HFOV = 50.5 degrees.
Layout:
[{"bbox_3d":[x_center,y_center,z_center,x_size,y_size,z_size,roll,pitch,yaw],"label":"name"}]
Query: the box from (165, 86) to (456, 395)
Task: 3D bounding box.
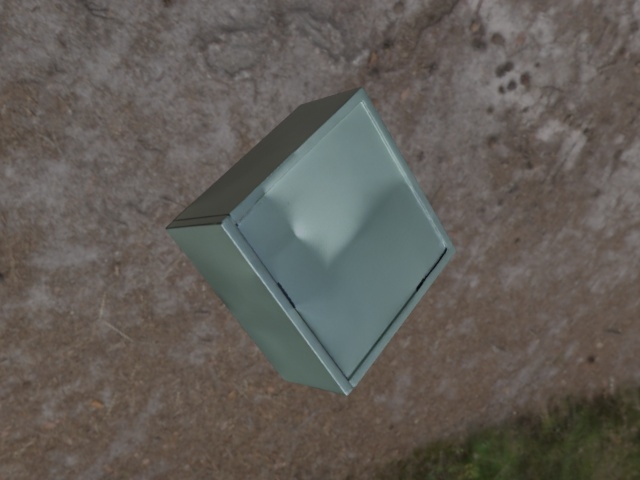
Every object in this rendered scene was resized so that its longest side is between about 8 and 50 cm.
[{"bbox_3d":[0.000,0.000,0.728,0.225,0.117,0.225,-48,116,-29],"label":"box"}]
